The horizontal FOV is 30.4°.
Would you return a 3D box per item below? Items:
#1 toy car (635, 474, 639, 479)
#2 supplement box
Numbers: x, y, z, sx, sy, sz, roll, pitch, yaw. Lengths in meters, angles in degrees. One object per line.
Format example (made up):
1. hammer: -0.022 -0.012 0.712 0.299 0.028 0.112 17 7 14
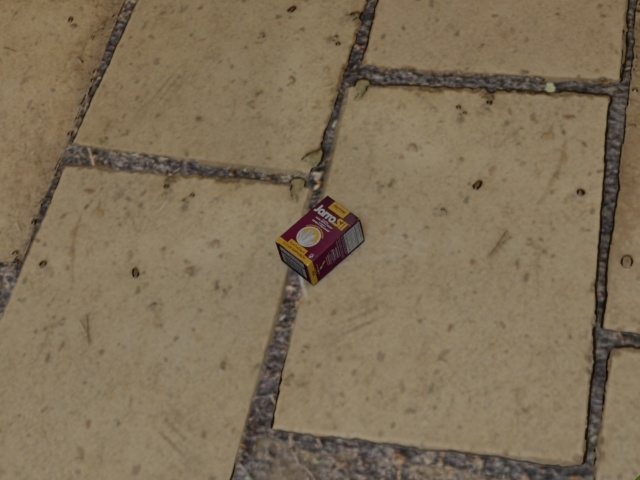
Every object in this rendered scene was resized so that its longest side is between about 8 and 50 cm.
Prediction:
1. toy car: 0.376 0.259 1.009 0.155 0.149 0.188 -27 66 -15
2. supplement box: 0.000 0.000 1.308 0.083 0.043 0.055 -42 57 -19
